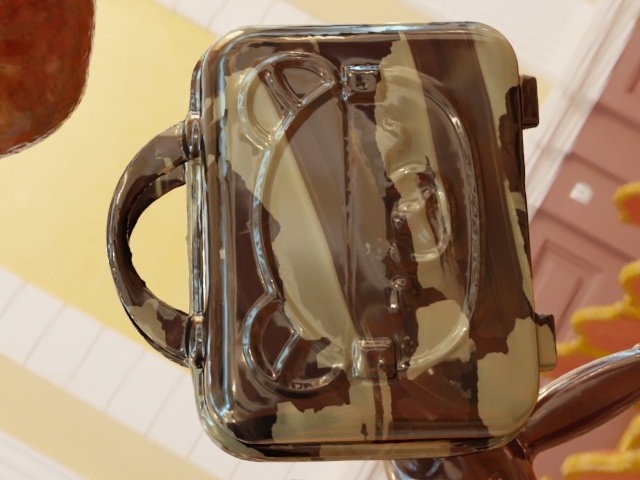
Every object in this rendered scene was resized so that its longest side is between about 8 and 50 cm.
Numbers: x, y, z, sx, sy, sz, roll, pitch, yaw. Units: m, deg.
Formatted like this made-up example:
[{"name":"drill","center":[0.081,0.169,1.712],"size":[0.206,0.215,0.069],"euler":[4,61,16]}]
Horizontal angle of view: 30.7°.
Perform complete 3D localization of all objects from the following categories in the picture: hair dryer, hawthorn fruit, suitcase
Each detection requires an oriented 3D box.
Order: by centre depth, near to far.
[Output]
[{"name":"suitcase","center":[0.000,0.000,0.936],"size":[0.194,0.339,0.352],"euler":[108,159,-79]},{"name":"hair dryer","center":[0.197,0.116,1.072],"size":[0.340,0.313,0.123],"euler":[-27,-2,-8]},{"name":"hawthorn fruit","center":[-0.501,-0.304,1.590],"size":[0.403,0.402,0.403],"euler":[-60,-3,-5]}]
